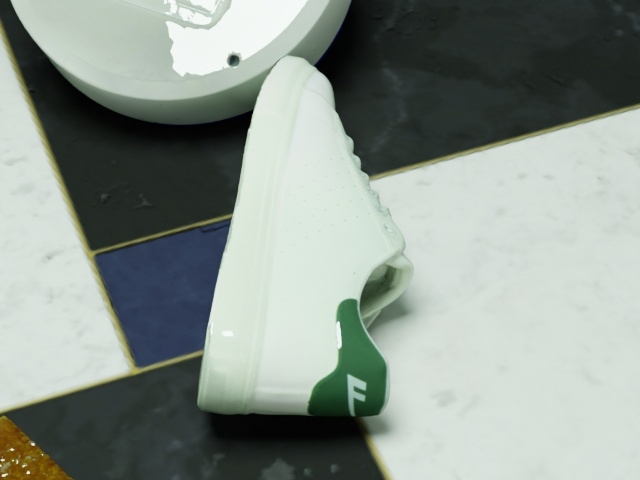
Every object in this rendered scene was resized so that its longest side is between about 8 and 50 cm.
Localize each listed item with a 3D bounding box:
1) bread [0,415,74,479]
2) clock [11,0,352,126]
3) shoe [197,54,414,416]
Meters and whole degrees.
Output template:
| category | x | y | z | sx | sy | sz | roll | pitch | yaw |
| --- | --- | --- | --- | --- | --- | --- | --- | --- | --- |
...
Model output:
| category | x | y | z | sx | sy | sz | roll | pitch | yaw |
| --- | --- | --- | --- | --- | --- | --- | --- | --- | --- |
| bread | -0.170 | 0.143 | 0.779 | 0.094 | 0.035 | 0.090 | -34 | 52 | -29 |
| clock | -0.091 | -0.193 | 1.016 | 0.230 | 0.083 | 0.230 | -1 | 82 | 4 |
| shoe | 0.000 | 0.000 | 0.893 | 0.110 | 0.095 | 0.265 | 12 | 47 | 1 |
